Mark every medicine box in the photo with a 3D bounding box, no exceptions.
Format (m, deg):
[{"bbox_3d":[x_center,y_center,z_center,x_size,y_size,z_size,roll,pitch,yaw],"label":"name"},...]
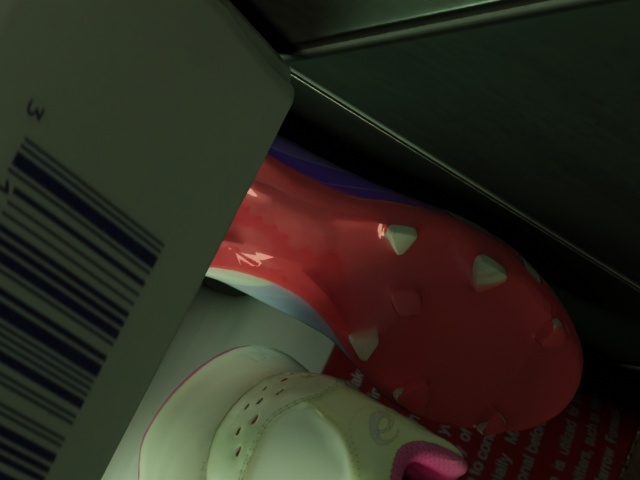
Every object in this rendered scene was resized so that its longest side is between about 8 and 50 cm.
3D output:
[{"bbox_3d":[-0.203,-0.008,0.611,0.289,0.264,0.149,18,166,33],"label":"medicine box"}]

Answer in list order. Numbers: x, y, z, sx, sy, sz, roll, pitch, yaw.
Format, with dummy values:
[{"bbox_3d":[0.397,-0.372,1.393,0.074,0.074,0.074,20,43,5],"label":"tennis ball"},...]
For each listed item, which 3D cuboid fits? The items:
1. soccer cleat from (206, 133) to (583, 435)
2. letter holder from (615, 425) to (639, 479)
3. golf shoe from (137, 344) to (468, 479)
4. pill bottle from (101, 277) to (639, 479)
[{"bbox_3d":[0.000,0.000,0.734,0.248,0.083,0.095,25,-164,-20],"label":"soccer cleat"},{"bbox_3d":[0.187,0.203,0.633,0.152,0.302,0.214,31,167,-24],"label":"letter holder"},{"bbox_3d":[0.024,0.192,0.726,0.140,0.115,0.306,5,120,47],"label":"golf shoe"},{"bbox_3d":[0.042,0.155,0.918,0.407,0.229,0.229,26,169,1],"label":"pill bottle"}]
